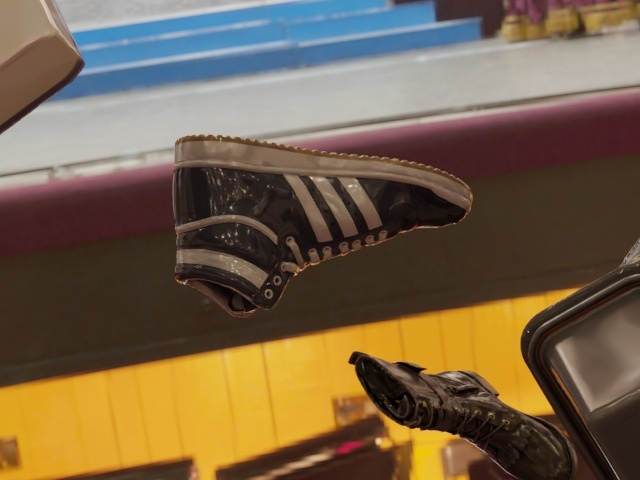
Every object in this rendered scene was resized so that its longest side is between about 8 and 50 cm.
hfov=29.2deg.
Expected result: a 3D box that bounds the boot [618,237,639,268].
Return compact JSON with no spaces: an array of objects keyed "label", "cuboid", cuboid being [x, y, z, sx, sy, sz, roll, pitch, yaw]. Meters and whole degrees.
[{"label":"boot","cuboid":[0.420,0.045,1.647,0.189,0.076,0.208,-48,1,34]}]

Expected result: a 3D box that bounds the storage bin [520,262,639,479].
[{"label":"storage bin","cuboid":[0.171,0.090,0.591,0.098,0.135,0.091,-30,18,9]}]

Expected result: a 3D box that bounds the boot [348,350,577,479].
[{"label":"boot","cuboid":[0.175,0.232,1.553,0.229,0.091,0.263,16,15,-48]}]

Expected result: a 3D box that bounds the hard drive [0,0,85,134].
[{"label":"hard drive","cuboid":[-0.288,-0.152,0.808,0.210,0.040,0.319,-35,49,5]}]

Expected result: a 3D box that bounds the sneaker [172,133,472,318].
[{"label":"sneaker","cuboid":[0.000,0.000,1.115,0.282,0.153,0.099,7,-13,-15]}]
